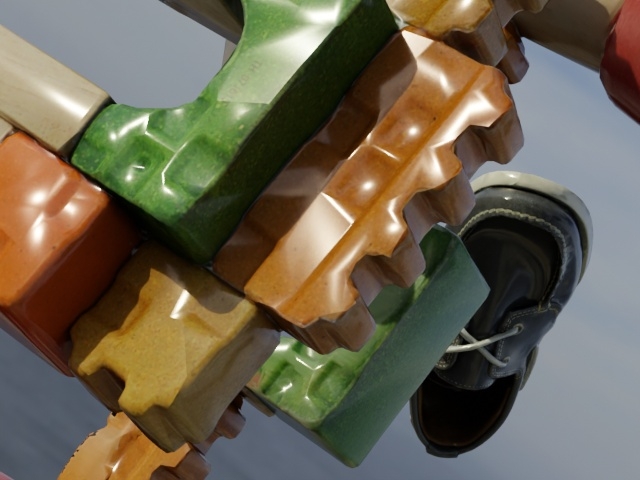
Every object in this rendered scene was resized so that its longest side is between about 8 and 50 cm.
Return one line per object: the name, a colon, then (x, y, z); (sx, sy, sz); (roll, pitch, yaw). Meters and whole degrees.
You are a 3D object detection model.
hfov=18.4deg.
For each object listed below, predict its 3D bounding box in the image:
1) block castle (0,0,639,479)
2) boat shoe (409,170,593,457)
block castle: (0.000, 0.000, 0.767); (0.213, 0.453, 0.303); (32, -12, 34)
boat shoe: (0.094, 0.044, 1.084); (0.084, 0.079, 0.233); (16, -33, 0)
